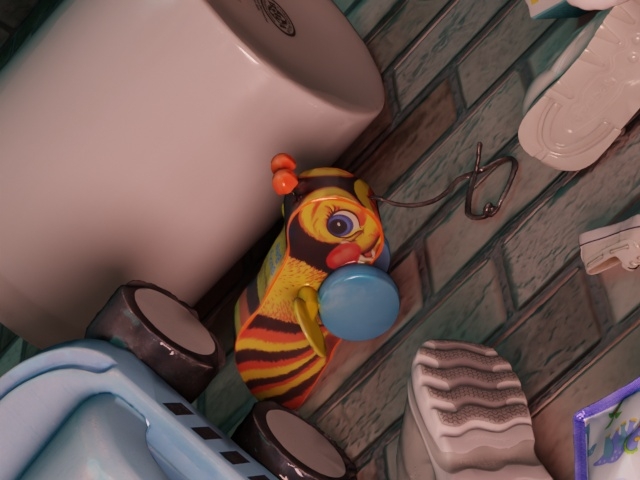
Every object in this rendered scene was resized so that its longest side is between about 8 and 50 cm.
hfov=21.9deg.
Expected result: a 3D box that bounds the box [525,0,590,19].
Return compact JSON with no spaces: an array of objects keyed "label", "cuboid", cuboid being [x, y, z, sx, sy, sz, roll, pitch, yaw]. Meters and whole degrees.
[{"label":"box","cuboid":[0.256,-0.266,1.320,0.244,0.060,0.101,-24,77,51]}]

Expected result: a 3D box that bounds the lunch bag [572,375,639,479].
[{"label":"lunch bag","cuboid":[0.201,0.160,0.862,0.096,0.129,0.151,-41,30,36]}]

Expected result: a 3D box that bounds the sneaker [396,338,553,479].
[{"label":"sneaker","cuboid":[0.106,0.196,1.082,0.281,0.105,0.115,-92,13,-51]}]

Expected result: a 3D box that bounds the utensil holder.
[{"label":"utensil holder","cuboid":[-0.169,-0.110,1.689,0.385,0.327,0.328,-43,27,23]}]

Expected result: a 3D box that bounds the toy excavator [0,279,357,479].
[{"label":"toy excavator","cuboid":[-0.108,0.270,1.160,0.222,0.433,0.445,-50,-4,15]}]

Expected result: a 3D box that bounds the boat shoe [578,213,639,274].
[{"label":"boat shoe","cuboid":[0.219,0.004,1.150,0.100,0.035,0.035,-19,71,50]}]

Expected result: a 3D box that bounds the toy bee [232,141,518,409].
[{"label":"toy bee","cuboid":[0.000,0.000,1.414,0.298,0.162,0.195,-56,22,2]}]

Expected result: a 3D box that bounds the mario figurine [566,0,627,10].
[{"label":"mario figurine","cuboid":[0.263,-0.265,1.151,0.170,0.198,0.321,99,162,-60]}]

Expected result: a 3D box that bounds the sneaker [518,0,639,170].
[{"label":"sneaker","cuboid":[0.239,-0.156,1.250,0.235,0.090,0.095,-39,18,31]}]
